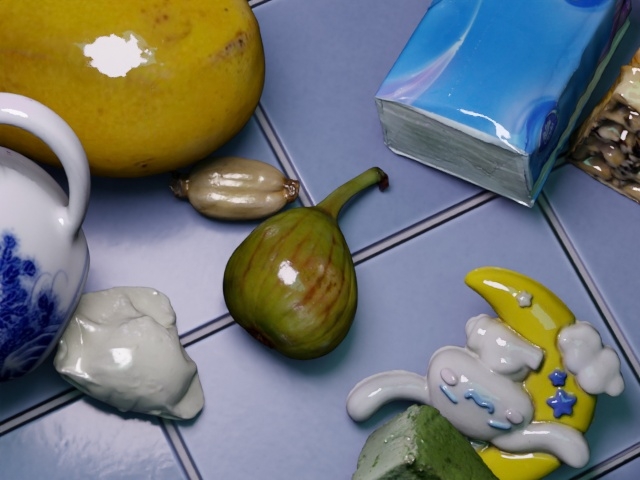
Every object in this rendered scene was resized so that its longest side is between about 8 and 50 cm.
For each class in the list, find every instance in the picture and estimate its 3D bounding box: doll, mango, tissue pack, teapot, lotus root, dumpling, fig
[{"bbox_3d":[0.189,0.159,1.484,0.252,0.111,0.237,34,100,-1],"label":"doll"},{"bbox_3d":[-0.279,-0.214,1.479,0.445,0.232,0.300,8,54,1],"label":"mango"},{"bbox_3d":[0.207,-0.205,1.555,0.198,0.146,0.263,24,71,21],"label":"tissue pack"},{"bbox_3d":[-0.383,0.010,1.383,0.280,0.424,0.252,30,35,-24],"label":"teapot"},{"bbox_3d":[-0.099,-0.058,1.546,0.150,0.062,0.073,4,96,-3],"label":"lotus root"},{"bbox_3d":[-0.195,0.114,1.474,0.169,0.100,0.134,15,58,-6],"label":"dumpling"},{"bbox_3d":[0.000,0.000,1.501,0.151,0.151,0.259,30,70,3],"label":"fig"}]

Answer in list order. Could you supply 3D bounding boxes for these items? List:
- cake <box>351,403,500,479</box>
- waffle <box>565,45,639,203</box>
[{"bbox_3d":[0.142,0.289,1.428,0.235,0.100,0.099,47,31,-3],"label":"cake"},{"bbox_3d":[0.468,-0.068,1.502,0.376,0.261,0.114,31,79,4],"label":"waffle"}]
